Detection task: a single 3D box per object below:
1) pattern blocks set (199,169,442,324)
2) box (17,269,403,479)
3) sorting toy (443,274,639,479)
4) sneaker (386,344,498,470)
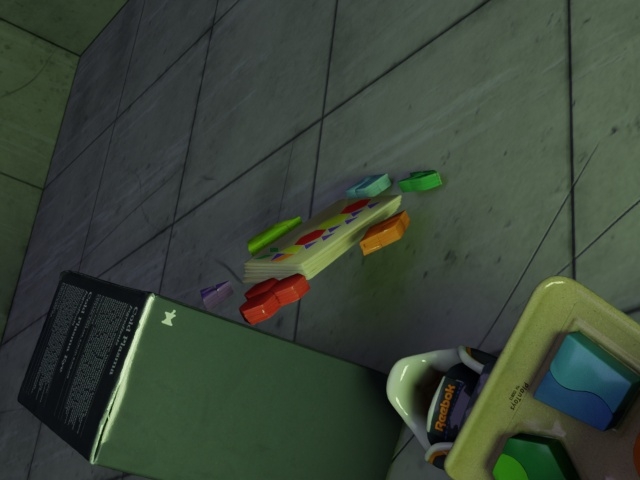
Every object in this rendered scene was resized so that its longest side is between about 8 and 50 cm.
[{"bbox_3d":[0.000,0.000,1.180,0.325,0.026,0.285,-32,17,-21],"label":"pattern blocks set"},{"bbox_3d":[-0.131,0.178,1.132,0.313,0.343,0.178,4,74,60],"label":"box"},{"bbox_3d":[0.198,0.210,0.745,0.229,0.041,0.307,37,119,29],"label":"sorting toy"},{"bbox_3d":[0.177,0.173,0.853,0.321,0.128,0.126,6,73,59],"label":"sneaker"}]
